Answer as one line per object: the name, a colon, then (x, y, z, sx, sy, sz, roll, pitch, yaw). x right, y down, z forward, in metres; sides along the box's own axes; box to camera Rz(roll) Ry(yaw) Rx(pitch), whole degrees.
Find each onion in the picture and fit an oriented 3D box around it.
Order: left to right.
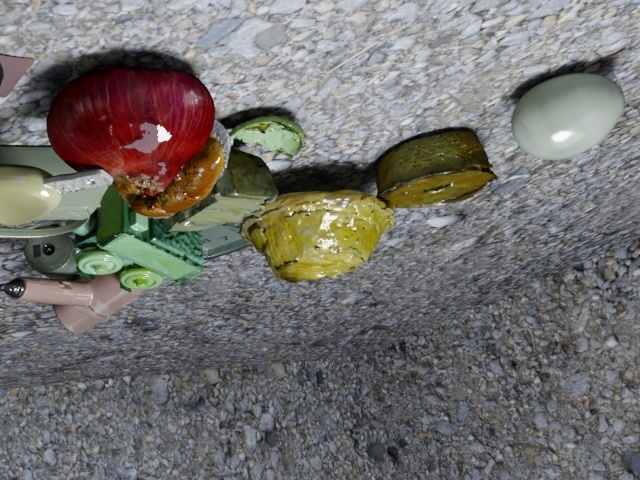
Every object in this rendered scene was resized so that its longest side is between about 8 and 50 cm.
onion: (-0.275, -0.167, 1.332, 0.248, 0.161, 0.248, -14, 145, -10)

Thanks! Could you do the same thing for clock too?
clock: (-0.207, -0.035, 1.976, 0.273, 0.049, 0.279, -19, 162, 18)

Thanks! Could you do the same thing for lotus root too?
lotus root: (-0.190, -0.097, 1.630, 0.119, 0.138, 0.235, -7, 173, -43)

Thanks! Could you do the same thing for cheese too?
cheese: (-0.418, -0.078, 1.342, 0.251, 0.054, 0.127, -8, 152, 26)

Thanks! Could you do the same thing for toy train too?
toy train: (-0.357, -0.005, 1.750, 0.188, 0.159, 0.271, -23, 147, 28)

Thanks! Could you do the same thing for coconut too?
coconut: (-0.092, -0.185, 1.562, 0.133, 0.055, 0.158, -25, 158, 38)

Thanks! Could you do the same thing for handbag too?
handbag: (-0.499, -0.072, 1.535, 0.256, 0.079, 0.219, -2, 148, -33)

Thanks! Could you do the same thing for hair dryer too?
hair dryer: (-0.504, 0.098, 1.785, 0.189, 0.107, 0.344, -32, 165, 16)

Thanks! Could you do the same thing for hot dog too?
hot dog: (-0.251, -0.121, 1.532, 0.268, 0.144, 0.075, -34, -169, 39)

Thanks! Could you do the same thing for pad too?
pad: (-0.493, -0.228, 1.206, 0.187, 0.006, 0.113, 0, 158, -41)

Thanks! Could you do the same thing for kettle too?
kettle: (-0.536, 0.028, 1.874, 0.127, 0.098, 0.148, -39, 168, -9)

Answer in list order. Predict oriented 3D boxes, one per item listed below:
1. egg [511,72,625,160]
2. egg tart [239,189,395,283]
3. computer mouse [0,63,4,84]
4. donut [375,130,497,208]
egg: (0.457, -0.231, 1.663, 0.209, 0.151, 0.151, -19, 163, 16)
egg tart: (0.000, 0.000, 1.898, 0.345, 0.132, 0.345, -8, 163, -3)
computer mouse: (-0.473, -0.226, 1.037, 0.183, 0.116, 0.323, -10, 170, -14)
donut: (0.235, -0.145, 1.877, 0.272, 0.107, 0.272, -8, 166, -2)
